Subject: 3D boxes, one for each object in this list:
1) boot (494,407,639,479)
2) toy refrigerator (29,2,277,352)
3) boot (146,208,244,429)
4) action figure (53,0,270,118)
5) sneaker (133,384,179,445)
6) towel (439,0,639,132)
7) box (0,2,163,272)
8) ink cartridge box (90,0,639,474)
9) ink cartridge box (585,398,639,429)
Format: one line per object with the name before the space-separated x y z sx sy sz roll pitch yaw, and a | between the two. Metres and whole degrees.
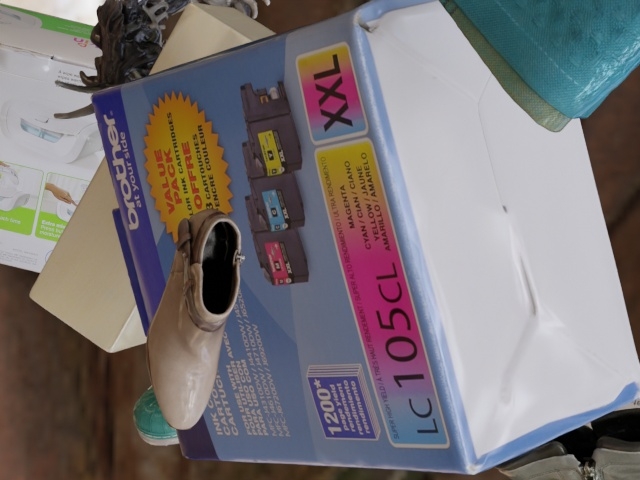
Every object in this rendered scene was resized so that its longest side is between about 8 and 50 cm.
boot | 0.166 0.198 1.328 0.161 0.246 0.083 53 35 -22
toy refrigerator | -0.120 -0.052 1.492 0.269 0.094 0.102 -60 167 13
boot | -0.066 0.042 1.025 0.087 0.042 0.118 155 -64 -71
action figure | -0.101 -0.183 1.595 0.275 0.141 0.164 -51 160 -29
sneaker | -0.103 0.115 2.197 0.108 0.302 0.121 39 -20 50
towel | 0.168 -0.267 0.928 0.370 0.040 0.271 -47 -125 22
box | -0.300 -0.103 1.851 0.127 0.262 0.231 -85 -171 -66
ink cartridge box | 0.000 0.000 1.210 0.395 0.151 0.270 -8 -83 59
ink cartridge box | 0.328 0.336 1.801 0.285 0.166 0.395 13 95 -56
